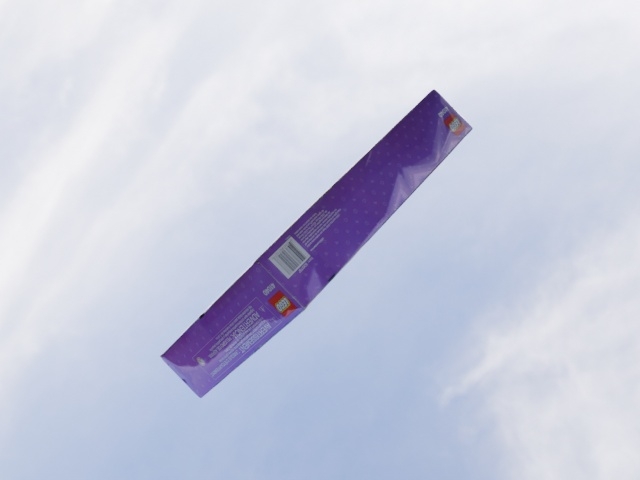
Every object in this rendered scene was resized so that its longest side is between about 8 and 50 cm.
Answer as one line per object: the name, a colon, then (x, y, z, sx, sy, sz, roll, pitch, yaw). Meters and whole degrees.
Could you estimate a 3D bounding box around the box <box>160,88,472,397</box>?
box: (0.000, 0.000, 0.965, 0.293, 0.057, 0.201, -45, -178, -41)
